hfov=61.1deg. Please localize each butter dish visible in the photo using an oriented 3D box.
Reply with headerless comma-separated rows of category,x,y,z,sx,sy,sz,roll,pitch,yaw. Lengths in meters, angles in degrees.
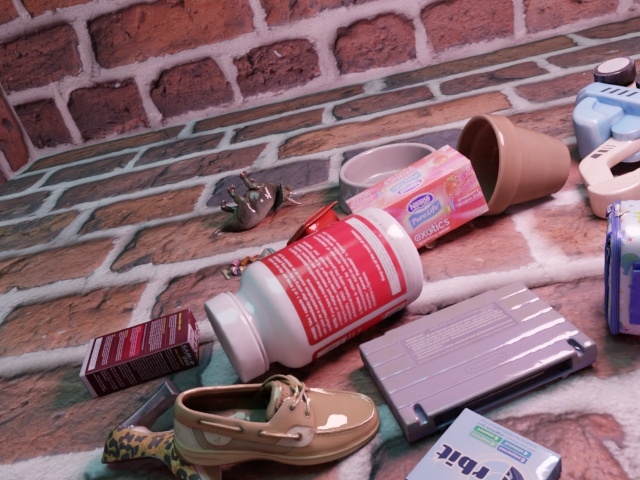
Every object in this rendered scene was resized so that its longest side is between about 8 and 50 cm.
butter dish,0.000,0.000,1.419,0.160,0.118,0.160,-41,-4,-43

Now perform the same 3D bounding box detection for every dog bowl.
dog bowl,0.214,-0.193,1.659,0.349,0.102,0.349,-12,28,7

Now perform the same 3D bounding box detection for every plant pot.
plant pot,0.503,-0.191,1.408,0.229,0.263,0.263,0,27,-12

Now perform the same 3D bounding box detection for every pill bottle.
pill bottle,-0.013,0.110,1.101,0.408,0.229,0.229,-26,31,-20

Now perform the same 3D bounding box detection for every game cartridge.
game cartridge,0.269,0.204,0.980,0.355,0.068,0.230,-20,25,-8

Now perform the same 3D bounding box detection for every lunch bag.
lunch bag,0.547,0.048,0.948,0.090,0.219,0.176,0,33,28

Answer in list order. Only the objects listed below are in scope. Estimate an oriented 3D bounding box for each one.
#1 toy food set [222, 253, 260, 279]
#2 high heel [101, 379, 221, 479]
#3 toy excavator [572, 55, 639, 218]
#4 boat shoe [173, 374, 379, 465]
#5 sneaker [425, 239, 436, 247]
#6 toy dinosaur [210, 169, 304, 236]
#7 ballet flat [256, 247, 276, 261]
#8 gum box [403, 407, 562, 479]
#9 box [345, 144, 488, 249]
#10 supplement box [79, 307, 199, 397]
toy food set,-0.210,0.064,1.495,0.122,0.019,0.078,-24,30,-15
high heel,-0.275,0.393,0.926,0.186,0.093,0.261,-45,48,0
toy excavator,0.782,-0.258,1.436,0.445,0.222,0.433,-34,32,-5
boat shoe,-0.061,0.282,0.874,0.341,0.110,0.121,-2,28,-16
sneaker,0.275,-0.004,1.377,0.037,0.032,0.083,-19,22,37
toy dinosaur,-0.218,-0.112,1.701,0.313,0.121,0.160,-41,69,-17
ballet flat,-0.107,0.085,1.379,0.068,0.072,0.213,-48,33,-1
gum box,0.224,0.343,0.771,0.184,0.041,0.157,-35,34,-32
box,0.235,-0.088,1.346,0.300,0.154,0.142,-28,27,2
supplement box,-0.395,0.247,1.208,0.239,0.073,0.130,-18,30,-2
